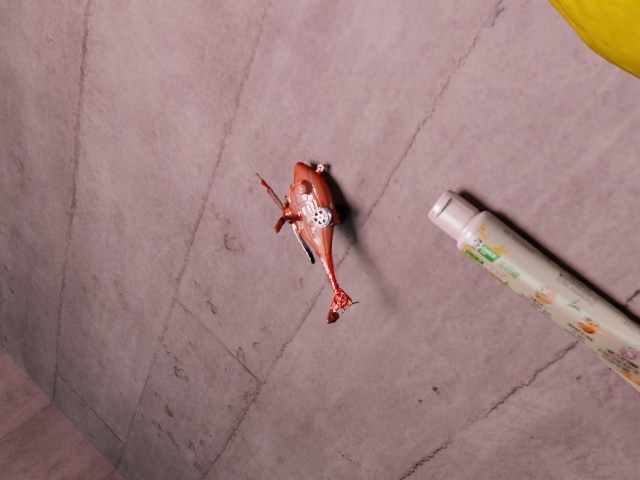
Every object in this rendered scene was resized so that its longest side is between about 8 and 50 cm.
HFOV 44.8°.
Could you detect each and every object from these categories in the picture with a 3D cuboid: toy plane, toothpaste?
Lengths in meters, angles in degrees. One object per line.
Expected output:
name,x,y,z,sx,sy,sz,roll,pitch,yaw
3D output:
toy plane,-0.004,0.000,0.946,0.077,0.126,0.194,-20,67,23
toothpaste,0.244,0.057,0.798,0.314,0.058,0.056,39,98,9

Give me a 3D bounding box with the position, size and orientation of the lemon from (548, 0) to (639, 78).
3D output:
lemon,0.230,-0.190,0.374,0.285,0.316,0.285,28,139,28
